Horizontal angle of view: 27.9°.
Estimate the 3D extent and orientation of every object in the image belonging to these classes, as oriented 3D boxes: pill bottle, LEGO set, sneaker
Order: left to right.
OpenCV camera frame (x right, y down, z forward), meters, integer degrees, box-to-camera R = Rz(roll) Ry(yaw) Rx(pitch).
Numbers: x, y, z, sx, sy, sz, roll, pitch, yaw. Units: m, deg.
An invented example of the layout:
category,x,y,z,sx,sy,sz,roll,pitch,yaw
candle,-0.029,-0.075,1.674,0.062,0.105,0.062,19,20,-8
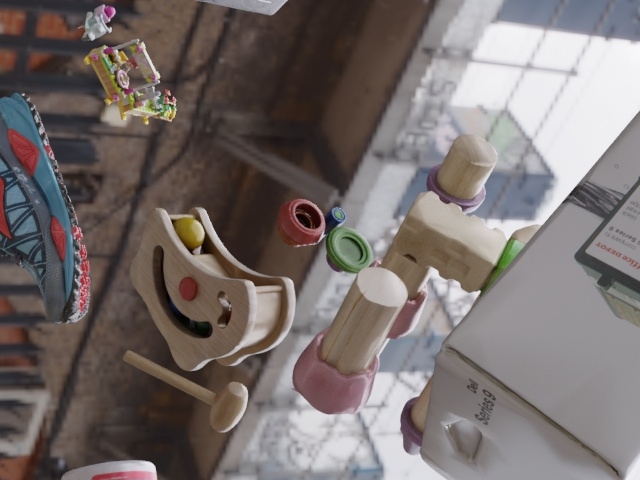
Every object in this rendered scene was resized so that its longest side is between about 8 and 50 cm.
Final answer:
category,x,y,z,sx,sy,sz,roll,pitch,yaw
sneaker,-0.313,-0.020,1.300,0.104,0.125,0.262,92,-24,-62
pill bottle,-0.227,0.343,1.433,0.108,0.108,0.180,-36,-122,56
LEGO set,-0.315,-0.288,2.296,0.107,0.287,0.132,-16,-131,20

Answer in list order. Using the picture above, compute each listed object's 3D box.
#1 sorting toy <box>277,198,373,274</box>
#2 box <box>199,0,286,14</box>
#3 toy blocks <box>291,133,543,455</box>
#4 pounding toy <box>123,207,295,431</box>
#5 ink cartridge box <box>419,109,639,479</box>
category,x,y,z,sx,sy,sz,roll,pitch,yaw
sorting toy,0.000,0.000,1.220,0.042,0.102,0.061,-44,-167,43
box,-0.126,-0.327,1.177,0.143,0.270,0.165,-38,-118,38
toy blocks,0.146,0.110,1.118,0.309,0.289,0.260,-56,173,-49
pounding toy,-0.141,0.073,1.490,0.154,0.155,0.269,-50,-120,31
ink cartridge box,0.198,0.035,0.785,0.121,0.289,0.211,36,-20,19
